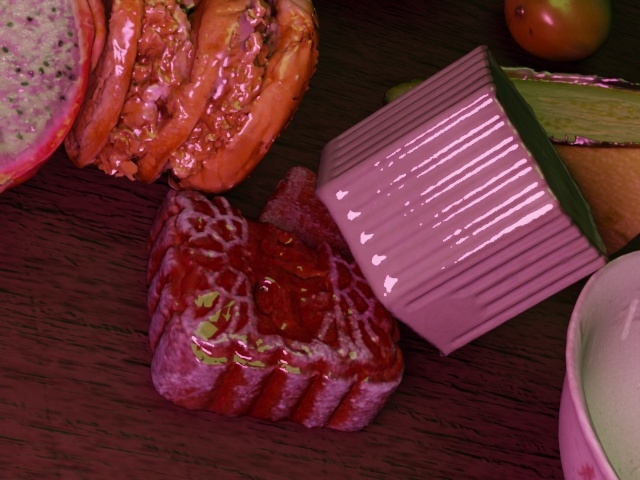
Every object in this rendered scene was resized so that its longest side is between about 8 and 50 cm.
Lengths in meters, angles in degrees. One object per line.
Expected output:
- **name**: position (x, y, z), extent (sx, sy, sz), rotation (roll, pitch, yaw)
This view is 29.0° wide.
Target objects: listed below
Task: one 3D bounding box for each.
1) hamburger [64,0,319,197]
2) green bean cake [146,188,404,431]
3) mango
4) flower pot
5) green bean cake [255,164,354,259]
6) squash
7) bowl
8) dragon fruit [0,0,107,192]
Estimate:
- **hamburger**: position (-0.131, -0.160, 1.190), extent (0.211, 0.260, 0.245), rotation (19, 59, -19)
- **green bean cake**: position (-0.042, 0.066, 1.132), extent (0.232, 0.097, 0.198), rotation (13, 44, -18)
- **mango**: position (0.343, -0.338, 1.747), extent (0.156, 0.114, 0.251), rotation (26, 42, 5)
- **flower pot**: position (0.131, -0.037, 1.154), extent (0.239, 0.189, 0.209), rotation (38, 27, -46)
- **green bean cake**: position (0.000, 0.000, 1.253), extent (0.135, 0.056, 0.136), rotation (33, 40, -3)
- **squash**: position (0.240, -0.139, 1.423), extent (0.309, 0.210, 0.233), rotation (33, 29, -5)
- **bowl**: position (0.370, 0.230, 1.139), extent (0.435, 0.196, 0.435), rotation (16, 43, -16)
- **dragon fruit**: position (-0.357, -0.156, 1.083), extent (0.305, 0.226, 0.305), rotation (5, 79, -27)
